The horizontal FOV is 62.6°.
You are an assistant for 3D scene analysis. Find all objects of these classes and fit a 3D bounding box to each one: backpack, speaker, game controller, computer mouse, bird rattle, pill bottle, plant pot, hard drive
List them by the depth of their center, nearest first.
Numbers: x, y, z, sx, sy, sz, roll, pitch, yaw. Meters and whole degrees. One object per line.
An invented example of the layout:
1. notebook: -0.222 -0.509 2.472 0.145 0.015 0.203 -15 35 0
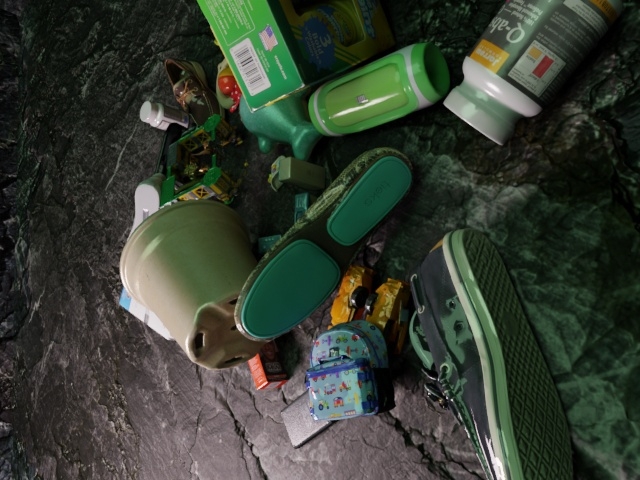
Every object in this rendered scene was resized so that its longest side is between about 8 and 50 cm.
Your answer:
1. pill bottle: 0.346 -0.312 0.891 0.278 0.162 0.162 -54 52 21
2. computer mouse: 0.200 0.217 0.980 0.042 0.106 0.192 -22 59 20
3. backpack: 0.049 0.237 0.981 0.158 0.117 0.173 -14 75 30
4. speaker: 0.117 -0.313 1.123 0.297 0.131 0.131 -11 75 41
5. hard drive: -0.031 0.400 1.197 0.135 0.022 0.094 -44 56 28
6. plant pot: -0.256 0.121 1.223 0.305 0.334 0.333 45 113 43
7. bird rattle: -0.229 -0.452 1.499 0.207 0.143 0.253 -8 90 53
8. game controller: -0.464 -0.199 1.615 0.067 0.166 0.318 16 94 14
9. pill bottle: -0.500 -0.395 1.690 0.078 0.137 0.078 -9 76 41

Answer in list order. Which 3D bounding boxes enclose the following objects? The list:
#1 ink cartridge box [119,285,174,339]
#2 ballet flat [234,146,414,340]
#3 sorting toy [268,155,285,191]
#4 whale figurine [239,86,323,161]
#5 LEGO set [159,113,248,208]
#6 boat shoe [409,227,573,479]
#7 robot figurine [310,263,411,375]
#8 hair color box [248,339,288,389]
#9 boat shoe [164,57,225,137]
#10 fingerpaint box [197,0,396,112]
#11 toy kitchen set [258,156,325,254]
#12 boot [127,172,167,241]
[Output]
1. ink cartridge box: -0.441 0.135 1.546 0.308 0.129 0.222 19 94 43
2. ballet flat: 0.000 0.000 1.101 0.482 0.164 0.182 -49 20 -5
3. sorting toy: -0.109 -0.184 1.371 0.083 0.045 0.075 -46 36 26
4. whale figurine: -0.103 -0.310 1.312 0.216 0.141 0.272 -53 53 21
5. LEGO set: -0.300 -0.167 1.473 0.255 0.192 0.331 -31 47 14
6. boat shoe: 0.265 0.223 0.861 0.156 0.187 0.499 -35 55 39
7. robot figurine: 0.085 0.206 1.086 0.211 0.085 0.290 21 96 43
8. hair color box: -0.137 0.287 1.281 0.043 0.072 0.141 -43 57 29
9. boat shoe: -0.398 -0.445 1.616 0.123 0.123 0.341 -43 56 29
10. fingerpaint box: -0.071 -0.534 1.043 0.163 0.371 0.444 -12 110 42
11. toy kitchen set: -0.090 -0.075 1.269 0.166 0.122 0.206 -7 77 41
12. boot: -0.474 -0.062 1.494 0.123 0.095 0.258 -77 4 -66
